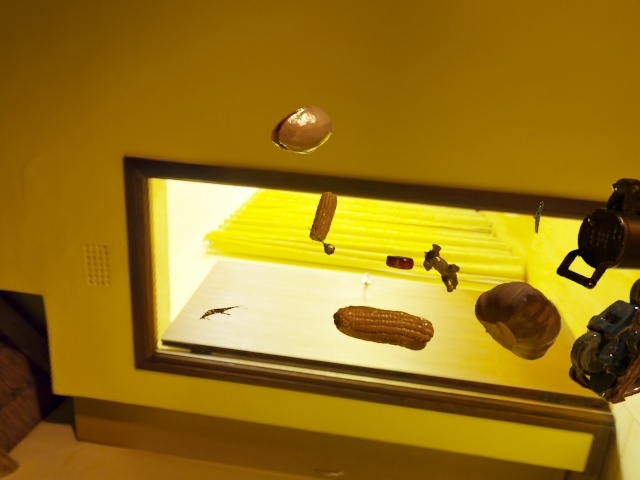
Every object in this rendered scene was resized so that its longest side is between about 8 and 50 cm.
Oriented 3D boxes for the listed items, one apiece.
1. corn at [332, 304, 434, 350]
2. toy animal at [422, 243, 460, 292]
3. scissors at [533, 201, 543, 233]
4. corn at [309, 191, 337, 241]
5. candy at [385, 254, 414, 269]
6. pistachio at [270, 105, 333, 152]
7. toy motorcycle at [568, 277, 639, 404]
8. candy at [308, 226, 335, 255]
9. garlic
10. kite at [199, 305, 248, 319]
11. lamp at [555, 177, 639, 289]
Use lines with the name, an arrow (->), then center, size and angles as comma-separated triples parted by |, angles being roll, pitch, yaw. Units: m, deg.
corn -> 0.163, 0.218, 1.218 | 0.101, 0.291, 0.101 | -43, 39, 50
toy animal -> 0.474, 0.109, 1.853 | 0.103, 0.218, 0.101 | -45, 5, 7
scissors -> 0.635, -0.061, 1.401 | 0.058, 0.014, 0.119 | 103, -169, -51
corn -> 0.016, -0.110, 2.224 | 0.093, 0.093, 0.244 | 83, -157, -67
candy -> 0.281, 0.076, 1.697 | 0.103, 0.103, 0.043 | -39, -44, -82
pistachio -> -0.082, -0.504, 2.194 | 0.318, 0.193, 0.214 | -23, -56, -40
toy motorcycle -> 0.775, 0.257, 1.219 | 0.241, 0.319, 0.182 | 50, 177, -41
candy -> 0.000, 0.000, 1.584 | 0.035, 0.123, 0.035 | -43, -4, -27
garlic -> 0.764, 0.289, 1.840 | 0.259, 0.317, 0.317 | -27, -40, -26
kite -> -0.367, 0.263, 1.741 | 0.183, 0.160, 0.010 | -13, -82, -41
lamp -> 1.002, 0.010, 1.563 | 0.205, 0.272, 0.374 | -125, 58, -75
